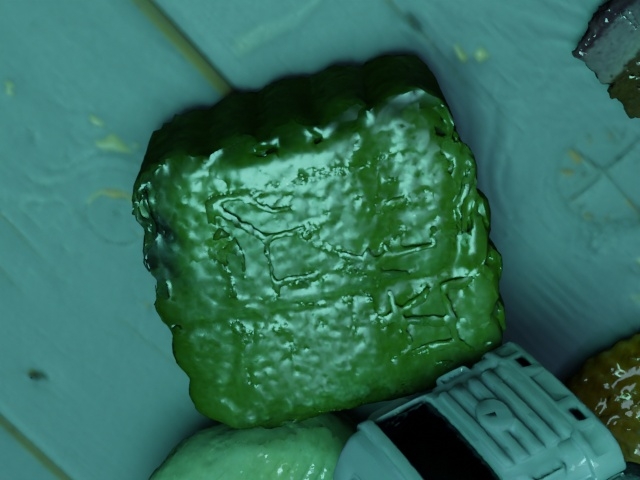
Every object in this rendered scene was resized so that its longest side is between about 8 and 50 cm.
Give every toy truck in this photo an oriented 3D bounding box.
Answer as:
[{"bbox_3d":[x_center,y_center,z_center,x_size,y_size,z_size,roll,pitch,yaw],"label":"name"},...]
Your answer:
[{"bbox_3d":[0.116,0.250,0.956,0.178,0.176,0.363,-19,122,-18],"label":"toy truck"}]

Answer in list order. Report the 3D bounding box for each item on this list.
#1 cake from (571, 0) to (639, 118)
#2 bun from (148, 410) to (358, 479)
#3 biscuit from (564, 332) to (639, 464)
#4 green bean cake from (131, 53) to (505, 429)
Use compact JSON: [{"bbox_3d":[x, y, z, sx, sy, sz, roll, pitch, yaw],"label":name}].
[{"bbox_3d":[0.281,-0.189,0.934,0.116,0.112,0.295,36,117,-8],"label":"cake"},{"bbox_3d":[-0.033,0.207,1.038,0.204,0.126,0.212,-48,113,-9],"label":"bun"},{"bbox_3d":[0.260,0.177,1.058,0.254,0.035,0.253,3,108,10],"label":"biscuit"},{"bbox_3d":[0.000,0.000,0.970,0.214,0.113,0.200,-13,109,2],"label":"green bean cake"}]
